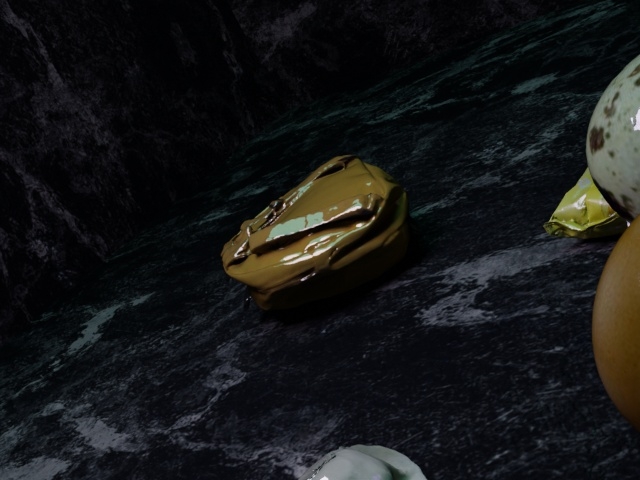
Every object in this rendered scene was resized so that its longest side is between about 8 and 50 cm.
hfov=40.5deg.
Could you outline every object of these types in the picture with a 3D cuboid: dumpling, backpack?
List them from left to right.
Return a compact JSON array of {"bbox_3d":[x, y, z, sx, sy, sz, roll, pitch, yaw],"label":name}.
[{"bbox_3d":[-0.003,-0.006,1.679,0.378,0.201,0.353,-24,20,8],"label":"backpack"},{"bbox_3d":[0.046,0.302,0.940,0.172,0.142,0.247,21,34,21],"label":"dumpling"}]

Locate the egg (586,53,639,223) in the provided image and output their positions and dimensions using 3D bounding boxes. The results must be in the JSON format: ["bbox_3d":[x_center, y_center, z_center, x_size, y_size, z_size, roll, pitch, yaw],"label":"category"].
[{"bbox_3d":[0.529,-0.140,1.095,0.379,0.288,0.287,-18,21,37],"label":"egg"}]

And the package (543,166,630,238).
[{"bbox_3d":[0.459,-0.074,1.343,0.168,0.090,0.226,-4,33,47],"label":"package"}]

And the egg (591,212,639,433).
[{"bbox_3d":[0.408,0.055,0.759,0.351,0.283,0.282,-31,18,-13],"label":"egg"}]
